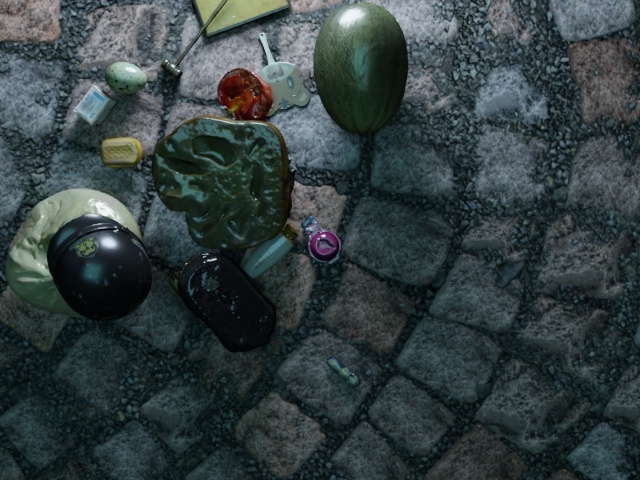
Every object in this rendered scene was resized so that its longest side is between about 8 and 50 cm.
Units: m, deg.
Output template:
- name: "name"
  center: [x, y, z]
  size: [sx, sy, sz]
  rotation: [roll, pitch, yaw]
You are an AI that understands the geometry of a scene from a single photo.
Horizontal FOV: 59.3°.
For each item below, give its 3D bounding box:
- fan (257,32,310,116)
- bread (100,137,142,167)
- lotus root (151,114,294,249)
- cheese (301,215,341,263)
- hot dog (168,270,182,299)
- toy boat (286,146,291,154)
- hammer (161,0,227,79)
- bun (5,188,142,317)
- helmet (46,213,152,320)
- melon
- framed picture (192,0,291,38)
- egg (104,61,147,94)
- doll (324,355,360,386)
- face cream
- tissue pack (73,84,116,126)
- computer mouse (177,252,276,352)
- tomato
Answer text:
- name: "fan"
  center: [-0.126, -0.468, 1.564]
  size: [0.152, 0.008, 0.227]
  rotation: [-18, 96, 2]
- name: "bread"
  center: [-0.549, -0.243, 1.560]
  size: [0.115, 0.056, 0.082]
  rotation: [-5, 94, 7]
- name: "lotus root"
  center: [-0.244, -0.164, 1.503]
  size: [0.390, 0.111, 0.375]
  rotation: [42, 104, -9]
- name: "cheese"
  center: [0.000, 0.000, 1.589]
  size: [0.095, 0.038, 0.145]
  rotation: [-34, 88, 1]
- name: "hot dog"
  center: [-0.383, 0.143, 1.599]
  size: [0.056, 0.041, 0.133]
  rotation: [-37, 94, 3]
- name: "toy boat"
  center: [-0.145, -0.276, 1.556]
  size: [0.060, 0.055, 0.141]
  rotation: [-40, 93, -4]
- name: "hammer"
  center: [-0.327, -0.572, 1.535]
  size: [0.058, 0.029, 0.292]
  rotation: [40, 98, -2]
- name: "bun"
  center: [-0.655, 0.043, 1.500]
  size: [0.360, 0.213, 0.362]
  rotation: [-1, 97, -6]
- name: "helmet"
  center: [-0.521, 0.086, 1.366]
  size: [0.230, 0.160, 0.279]
  rotation: [-31, 134, -16]
- name: "melon"
  center: [0.104, -0.442, 1.451]
  size: [0.248, 0.248, 0.330]
  rotation: [-4, 97, 0]
- name: "framed picture"
  center: [-0.254, -0.757, 1.536]
  size: [0.255, 0.014, 0.339]
  rotation: [-19, 95, 2]
- name: "egg"
  center: [-0.528, -0.441, 1.528]
  size: [0.110, 0.085, 0.085]
  rotation: [-4, 95, -6]
- name: "doll"
  center: [0.065, 0.378, 1.625]
  size: [0.125, 0.027, 0.037]
  rotation: [40, 101, -3]
- name: "face cream"
  center: [-0.139, 0.030, 1.584]
  size: [0.182, 0.051, 0.072]
  rotation: [-44, 95, 4]
- name: "tissue pack"
  center: [-0.619, -0.371, 1.547]
  size: [0.074, 0.059, 0.094]
  rotation: [40, 94, -5]
- name: "computer mouse"
  center: [-0.258, 0.170, 1.563]
  size: [0.183, 0.116, 0.323]
  rotation: [-41, 106, -8]
- name: "tomato"
  center: [-0.192, -0.388, 1.526]
  size: [0.159, 0.091, 0.139]
  rotation: [48, 116, 10]
